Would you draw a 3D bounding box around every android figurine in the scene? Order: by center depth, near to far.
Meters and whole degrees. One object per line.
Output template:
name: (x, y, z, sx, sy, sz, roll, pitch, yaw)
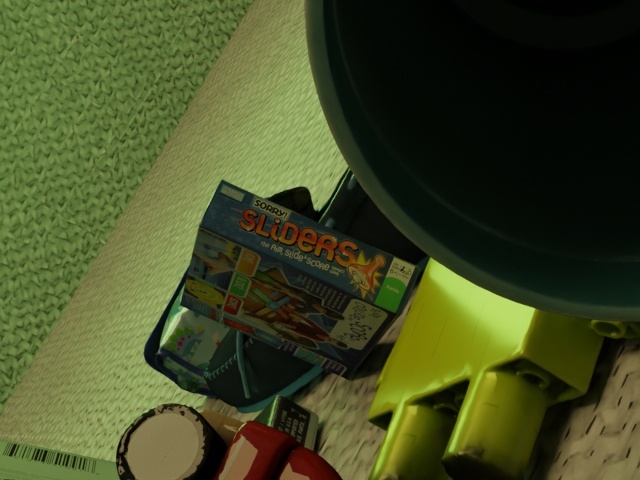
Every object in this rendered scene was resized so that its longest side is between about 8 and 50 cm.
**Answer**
android figurine: (0.112, 0.023, 0.869, 0.248, 0.056, 0.273, -36, 25, 57)

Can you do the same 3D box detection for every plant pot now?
plant pot: (0.130, -0.139, 0.721, 0.271, 0.272, 0.255, -52, 13, 18)

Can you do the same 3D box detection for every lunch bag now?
lunch bag: (-0.092, 0.072, 1.404, 0.128, 0.096, 0.151, -62, 0, -13)

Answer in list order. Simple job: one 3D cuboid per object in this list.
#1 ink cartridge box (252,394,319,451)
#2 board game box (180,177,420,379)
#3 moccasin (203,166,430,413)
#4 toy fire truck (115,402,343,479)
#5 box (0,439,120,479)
ink cartridge box: (-0.084, 0.238, 1.084, 0.208, 0.045, 0.206, -51, 15, 30)
board game box: (-0.020, 0.032, 1.032, 0.201, 0.136, 0.035, 119, 175, -71)
moccasin: (0.000, 0.000, 1.176, 0.342, 0.117, 0.137, -47, 16, 34)
toy fire truck: (-0.026, 0.213, 0.800, 0.217, 0.246, 0.158, -61, -31, -21)
box: (-0.222, 0.232, 1.197, 0.182, 0.181, 0.119, -153, 75, -82)
